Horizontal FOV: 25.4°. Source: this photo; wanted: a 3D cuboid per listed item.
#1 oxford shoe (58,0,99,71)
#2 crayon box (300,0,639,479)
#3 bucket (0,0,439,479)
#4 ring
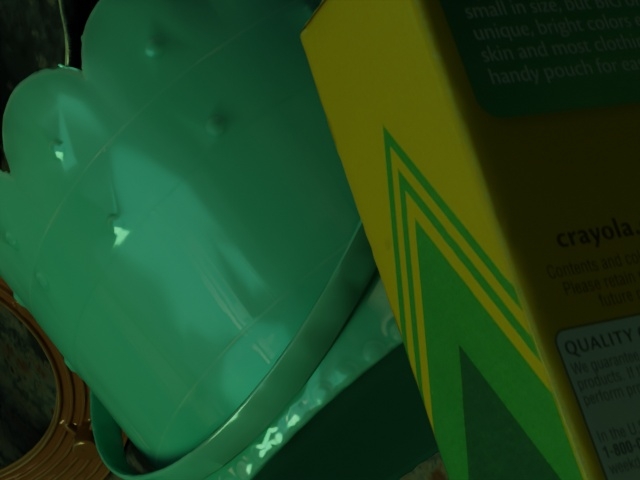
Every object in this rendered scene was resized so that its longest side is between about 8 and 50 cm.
[{"bbox_3d":[-0.100,-0.010,0.855,0.140,0.147,0.396,20,119,46],"label":"oxford shoe"},{"bbox_3d":[0.125,-0.004,0.497,0.083,0.203,0.322,-45,58,57],"label":"crayon box"},{"bbox_3d":[0.000,0.000,0.647,0.183,0.281,0.281,52,139,20],"label":"bucket"},{"bbox_3d":[-0.309,0.110,1.068,0.032,0.337,0.336,-87,9,-55],"label":"ring"}]
